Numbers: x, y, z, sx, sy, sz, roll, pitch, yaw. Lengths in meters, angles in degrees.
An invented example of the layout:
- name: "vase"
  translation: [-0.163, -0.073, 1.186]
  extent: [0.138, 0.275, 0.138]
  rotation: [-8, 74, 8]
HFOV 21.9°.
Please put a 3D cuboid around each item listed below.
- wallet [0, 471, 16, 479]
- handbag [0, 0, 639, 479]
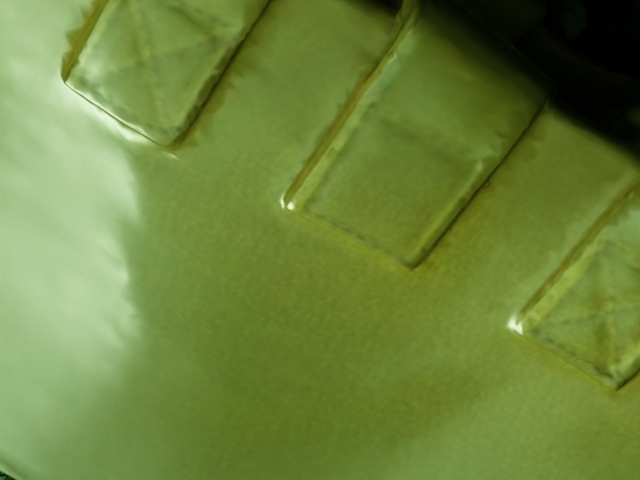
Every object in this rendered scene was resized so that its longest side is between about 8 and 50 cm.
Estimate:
- name: "wallet"
  translation: [-0.193, 0.111, 0.989]
  extent: [0.039, 0.243, 0.133]
  rotation: [42, 163, 33]
- name: "handbag"
  translation: [0.000, 0.000, 0.617]
  extent: [0.401, 0.133, 0.283]
  rotation: [31, 132, -8]
